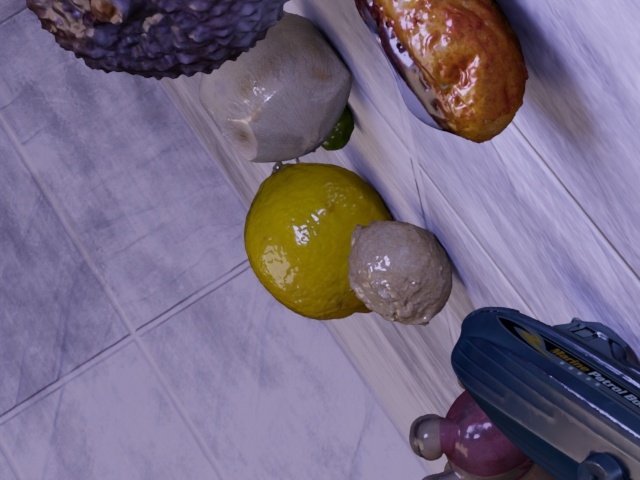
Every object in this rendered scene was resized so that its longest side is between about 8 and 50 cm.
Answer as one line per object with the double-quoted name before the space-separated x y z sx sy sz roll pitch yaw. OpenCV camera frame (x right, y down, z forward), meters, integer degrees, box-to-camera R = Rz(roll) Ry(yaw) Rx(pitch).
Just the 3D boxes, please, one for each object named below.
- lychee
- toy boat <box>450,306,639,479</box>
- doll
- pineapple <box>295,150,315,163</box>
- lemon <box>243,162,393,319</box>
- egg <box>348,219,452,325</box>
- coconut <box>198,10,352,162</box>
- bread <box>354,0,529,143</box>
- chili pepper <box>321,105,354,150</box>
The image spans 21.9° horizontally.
"lychee" -0.143 -0.290 1.509 0.300 0.300 0.300 57 174 9
"toy boat" 0.218 0.136 1.400 0.296 0.122 0.114 36 138 46
"doll" 0.205 0.277 1.959 0.152 0.196 0.256 46 161 58
"pineapple" -0.048 -0.175 2.305 0.137 0.069 0.116 40 158 41
"lemon" 0.000 0.000 2.141 0.231 0.192 0.192 56 174 -3
"egg" 0.092 0.035 1.940 0.140 0.116 0.118 50 175 -8
"coconut" -0.044 -0.166 1.843 0.162 0.161 0.161 53 173 17
"bread" 0.082 -0.162 1.208 0.269 0.095 0.139 -104 -12 -62
"chili pepper" -0.033 -0.191 2.014 0.204 0.073 0.072 42 149 27
